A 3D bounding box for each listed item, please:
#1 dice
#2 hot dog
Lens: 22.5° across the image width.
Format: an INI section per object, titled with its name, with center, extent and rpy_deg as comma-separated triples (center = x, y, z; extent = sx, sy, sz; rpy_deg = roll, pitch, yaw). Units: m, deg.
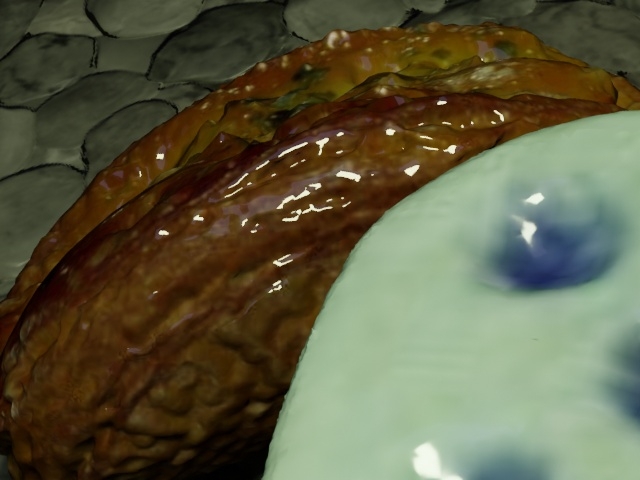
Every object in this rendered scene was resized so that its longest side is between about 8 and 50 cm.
[dice]
center = 0.138, 0.130, 0.575
extent = 0.262, 0.268, 0.265
rpy_deg = 2, 48, 23
[hot dog]
center = 0.000, 0.000, 0.809
extent = 0.387, 0.174, 0.267
rpy_deg = -20, 14, 0
